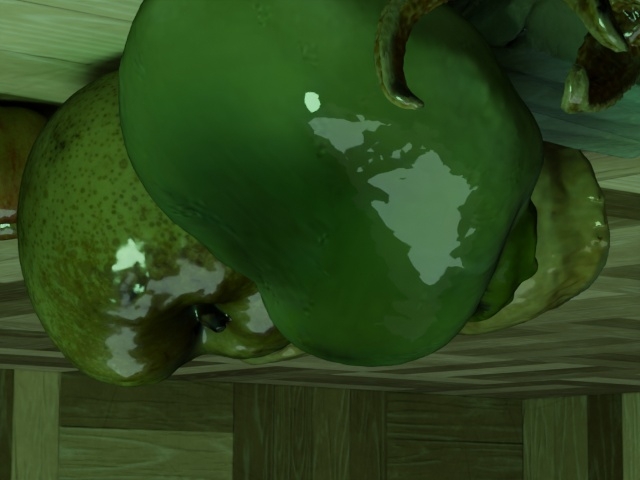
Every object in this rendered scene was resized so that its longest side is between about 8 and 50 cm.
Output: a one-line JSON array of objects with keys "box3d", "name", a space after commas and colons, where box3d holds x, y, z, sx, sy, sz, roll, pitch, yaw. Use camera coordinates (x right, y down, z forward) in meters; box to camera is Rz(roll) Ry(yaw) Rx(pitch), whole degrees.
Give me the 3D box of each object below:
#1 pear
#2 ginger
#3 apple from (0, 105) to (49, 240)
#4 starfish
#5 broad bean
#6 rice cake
[{"box3d": [-0.062, -0.010, 0.939, 0.167, 0.137, 0.167, -11, 142, -8], "name": "pear"}, {"box3d": [0.000, 0.000, 1.081, 0.354, 0.126, 0.190, -9, -172, 32], "name": "ginger"}, {"box3d": [-0.173, -0.037, 1.039, 0.084, 0.071, 0.084, -8, 171, -1], "name": "apple"}, {"box3d": [0.115, -0.086, 0.647, 0.146, 0.074, 0.190, 6, 171, -42], "name": "starfish"}, {"box3d": [0.011, -0.030, 0.789, 0.169, 0.100, 0.228, -14, 143, 35], "name": "broad bean"}, {"box3d": [0.111, -0.074, 0.871, 0.211, 0.038, 0.124, 8, 170, -40], "name": "rice cake"}]
